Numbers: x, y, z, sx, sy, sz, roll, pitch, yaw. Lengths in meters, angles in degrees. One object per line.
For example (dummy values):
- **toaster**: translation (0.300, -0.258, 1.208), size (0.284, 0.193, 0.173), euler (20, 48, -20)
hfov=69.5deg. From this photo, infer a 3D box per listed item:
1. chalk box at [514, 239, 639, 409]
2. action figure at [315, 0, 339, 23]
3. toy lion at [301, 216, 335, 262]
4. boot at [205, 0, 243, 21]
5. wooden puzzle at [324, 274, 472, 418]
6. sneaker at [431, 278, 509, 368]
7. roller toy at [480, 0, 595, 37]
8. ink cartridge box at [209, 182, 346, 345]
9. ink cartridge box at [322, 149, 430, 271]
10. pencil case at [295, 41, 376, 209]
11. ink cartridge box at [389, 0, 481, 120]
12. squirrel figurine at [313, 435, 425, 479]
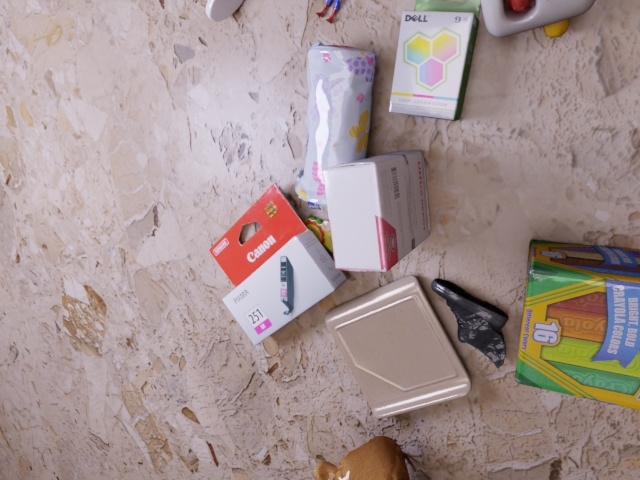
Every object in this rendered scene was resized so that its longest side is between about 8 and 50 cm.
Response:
- **chalk box**: translation (0.440, 0.116, 0.648), size (0.288, 0.179, 0.181), euler (6, 107, 25)
- **action figure**: translation (0.032, -0.432, 0.784), size (0.038, 0.030, 0.115), euler (40, 115, 17)
- **toy lion**: translation (0.000, 0.000, 0.917), size (0.096, 0.034, 0.100), euler (-17, 96, 35)
- **boot**: translation (-0.168, -0.505, 0.845), size (0.086, 0.069, 0.190), euler (46, 110, 16)
- **wooden puzzle**: translation (0.146, 0.210, 0.899), size (0.220, 0.044, 0.239), euler (-28, 86, 29)
- **sneaker**: translation (0.259, 0.143, 0.816), size (0.170, 0.051, 0.089), euler (28, 110, 13)
- **roller toy**: translation (0.276, -0.372, 0.587), size (0.146, 0.191, 0.210), euler (-7, 101, 26)
- **ink cartridge box**: translation (-0.115, 0.057, 0.953), size (0.275, 0.060, 0.239), euler (-39, 86, 36)
- **ink cartridge box**: translation (0.100, -0.056, 0.744), size (0.092, 0.217, 0.159), euler (0, 104, 31)
- **pencil case**: translation (0.025, -0.194, 0.804), size (0.124, 0.113, 0.273), euler (19, 112, 35)
- **ink cartridge box**: translation (0.182, -0.302, 0.726), size (0.108, 0.062, 0.210), euler (14, 109, 23)
- **squirrel figurine**: translation (0.090, 0.571, 0.819), size (0.280, 0.397, 0.371), euler (7, 116, 29)
